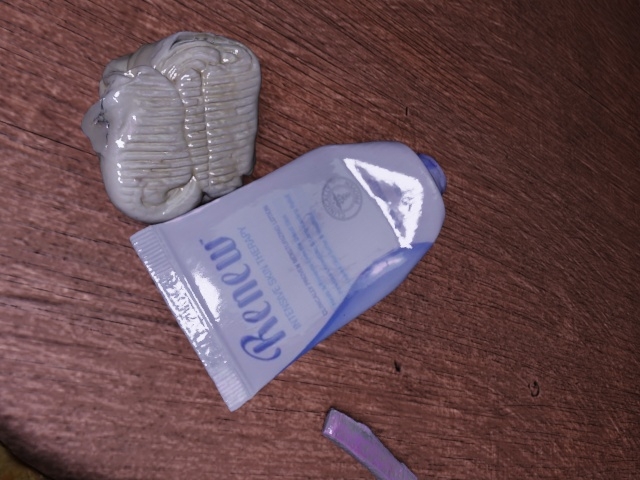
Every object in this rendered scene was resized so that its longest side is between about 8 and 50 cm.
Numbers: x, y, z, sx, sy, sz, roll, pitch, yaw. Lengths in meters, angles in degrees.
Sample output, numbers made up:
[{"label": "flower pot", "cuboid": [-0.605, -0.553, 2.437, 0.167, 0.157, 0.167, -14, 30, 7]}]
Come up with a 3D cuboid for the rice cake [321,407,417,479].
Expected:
[{"label": "rice cake", "cuboid": [0.074, 0.325, 0.838, 0.207, 0.036, 0.047, 47, 43, -20]}]

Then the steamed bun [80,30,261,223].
[{"label": "steamed bun", "cuboid": [-0.188, -0.144, 0.681, 0.211, 0.144, 0.218, -19, 122, -35]}]

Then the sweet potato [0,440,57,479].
[{"label": "sweet potato", "cuboid": [-0.250, 0.288, 0.527, 0.423, 0.130, 0.130, 46, 53, -11]}]

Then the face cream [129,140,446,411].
[{"label": "face cream", "cuboid": [0.000, 0.000, 0.724, 0.420, 0.137, 0.235, -31, 95, -24]}]
